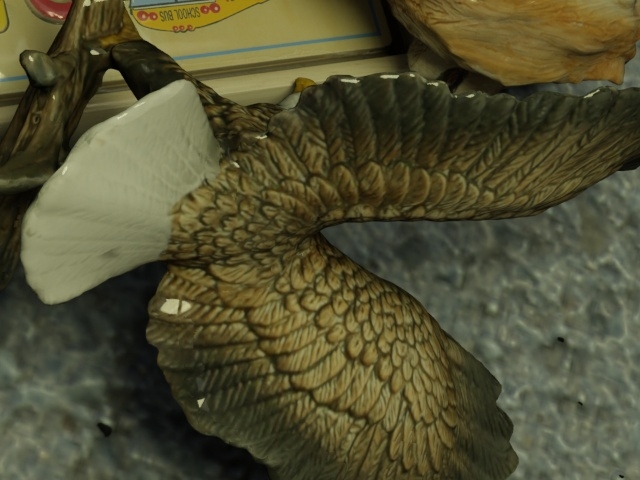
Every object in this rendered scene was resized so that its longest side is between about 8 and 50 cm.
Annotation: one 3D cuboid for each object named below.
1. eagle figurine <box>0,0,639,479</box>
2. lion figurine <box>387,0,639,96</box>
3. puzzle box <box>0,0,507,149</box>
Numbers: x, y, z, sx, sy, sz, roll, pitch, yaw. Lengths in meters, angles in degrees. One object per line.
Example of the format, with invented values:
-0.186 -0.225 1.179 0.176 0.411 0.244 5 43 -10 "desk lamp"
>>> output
0.003 -0.008 0.835 0.298 0.226 0.225 27 63 -5 "eagle figurine"
0.029 -0.254 0.928 0.240 0.142 0.392 3 65 -25 "lion figurine"
-0.086 -0.185 0.968 0.408 0.052 0.272 -10 74 -21 "puzzle box"
